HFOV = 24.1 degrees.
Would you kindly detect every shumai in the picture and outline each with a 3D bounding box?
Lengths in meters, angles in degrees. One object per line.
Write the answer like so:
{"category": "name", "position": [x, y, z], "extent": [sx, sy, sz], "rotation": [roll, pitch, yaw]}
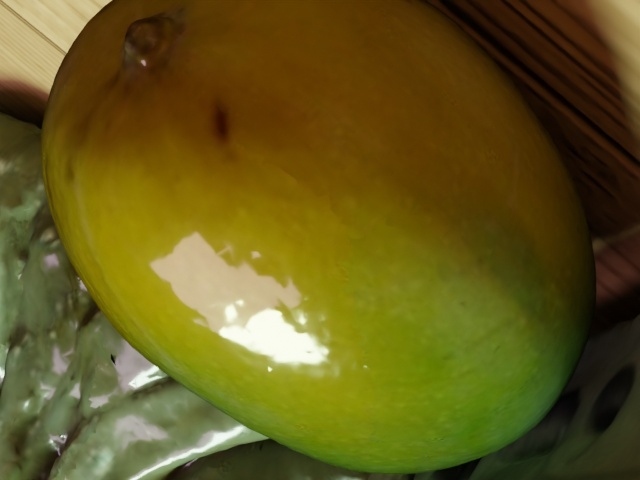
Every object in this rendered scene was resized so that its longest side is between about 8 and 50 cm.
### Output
{"category": "shumai", "position": [-0.120, 0.122, 0.718], "extent": [0.304, 0.263, 0.309], "rotation": [38, 163, -10]}

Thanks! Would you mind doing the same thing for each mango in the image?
{"category": "mango", "position": [0.000, 0.000, 0.438], "extent": [0.156, 0.114, 0.251], "rotation": [25, 174, 4]}

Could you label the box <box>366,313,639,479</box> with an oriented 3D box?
{"category": "box", "position": [0.209, 0.171, 0.454], "extent": [0.396, 0.111, 0.396], "rotation": [36, 161, -3]}
